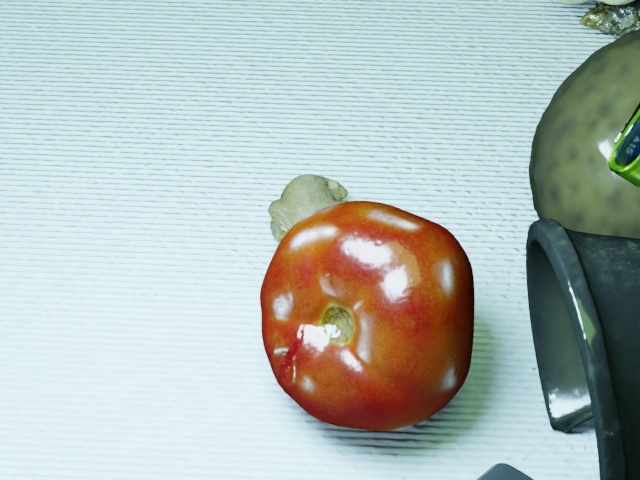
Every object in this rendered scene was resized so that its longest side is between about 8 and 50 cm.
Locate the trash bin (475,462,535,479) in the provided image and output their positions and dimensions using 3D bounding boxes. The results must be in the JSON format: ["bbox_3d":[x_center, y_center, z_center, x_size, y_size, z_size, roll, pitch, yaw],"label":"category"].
[{"bbox_3d":[0.167,0.402,1.452,0.209,0.182,0.290,35,52,27],"label":"trash bin"}]

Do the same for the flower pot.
[{"bbox_3d":[0.396,0.131,1.530,0.251,0.379,0.379,-11,50,2],"label":"flower pot"}]

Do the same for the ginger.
[{"bbox_3d":[0.004,-0.003,1.864,0.137,0.074,0.213,-22,47,3],"label":"ginger"}]

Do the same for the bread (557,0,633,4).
[{"bbox_3d":[0.499,-0.495,2.270,0.316,0.054,0.316,-10,39,8],"label":"bread"}]

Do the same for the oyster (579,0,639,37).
[{"bbox_3d":[0.511,-0.389,2.218,0.148,0.051,0.103,-27,47,-10],"label":"oyster"}]

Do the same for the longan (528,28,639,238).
[{"bbox_3d":[0.479,-0.098,1.776,0.391,0.391,0.391,0,49,0],"label":"longan"}]

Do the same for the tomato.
[{"bbox_3d":[0.074,0.092,1.679,0.299,0.298,0.226,37,18,27],"label":"tomato"}]

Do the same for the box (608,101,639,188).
[{"bbox_3d":[0.512,-0.054,1.543,0.346,0.097,0.134,31,89,-13],"label":"box"}]
